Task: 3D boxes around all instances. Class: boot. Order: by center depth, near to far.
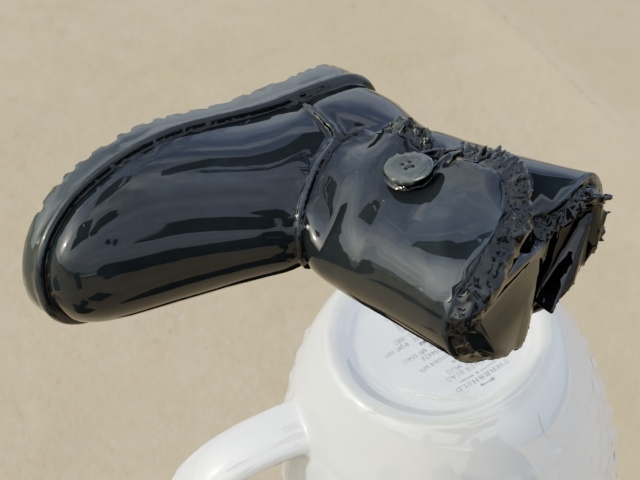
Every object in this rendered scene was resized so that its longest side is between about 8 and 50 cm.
[{"bbox_3d":[0.000,0.000,0.608,0.246,0.094,0.207,-29,41,-30],"label":"boot"}]

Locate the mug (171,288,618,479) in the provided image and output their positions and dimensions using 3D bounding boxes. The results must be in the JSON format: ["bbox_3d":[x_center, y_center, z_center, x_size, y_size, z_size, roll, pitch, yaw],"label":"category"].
[{"bbox_3d":[0.057,0.186,0.963,0.374,0.328,0.276,-18,48,-8],"label":"mug"}]
